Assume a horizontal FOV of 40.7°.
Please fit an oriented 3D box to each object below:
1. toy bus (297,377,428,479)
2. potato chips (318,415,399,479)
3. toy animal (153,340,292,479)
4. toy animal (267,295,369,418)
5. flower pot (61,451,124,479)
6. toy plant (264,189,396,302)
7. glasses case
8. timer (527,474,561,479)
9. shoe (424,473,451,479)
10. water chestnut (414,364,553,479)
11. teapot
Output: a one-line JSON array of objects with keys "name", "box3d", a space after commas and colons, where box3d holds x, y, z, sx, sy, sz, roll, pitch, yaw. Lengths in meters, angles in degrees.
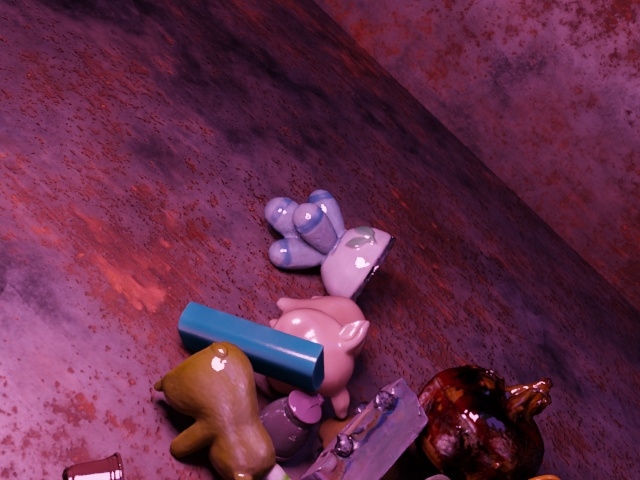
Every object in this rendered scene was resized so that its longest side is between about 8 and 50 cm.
[{"name": "toy bus", "box3d": [0.099, 0.427, 1.800, 0.138, 0.112, 0.317, 49, 53, 3]}, {"name": "potato chips", "box3d": [0.095, 0.460, 1.890, 0.208, 0.062, 0.195, 47, 34, 4]}, {"name": "toy animal", "box3d": [-0.170, 0.374, 1.625, 0.181, 0.180, 0.363, -14, 84, -46]}, {"name": "toy animal", "box3d": [-0.003, 0.231, 1.934, 0.269, 0.237, 0.326, 28, 24, 35]}, {"name": "flower pot", "box3d": [-0.378, 0.407, 1.416, 0.089, 0.111, 0.111, 4, 46, -24]}, {"name": "toy plant", "box3d": [0.000, 0.000, 2.210, 0.332, 0.247, 0.247, 35, 32, 1]}, {"name": "glasses case", "box3d": [-0.140, 0.223, 1.750, 0.301, 0.117, 0.070, 15, 50, 16]}, {"name": "timer", "box3d": [0.468, 0.631, 1.732, 0.233, 0.233, 0.240, 30, 23, -19]}, {"name": "shoe", "box3d": [0.167, 0.564, 1.759, 0.316, 0.159, 0.124, 20, 43, -50]}, {"name": "water chestnut", "box3d": [0.385, 0.415, 1.970, 0.335, 0.347, 0.335, 40, 11, -10]}, {"name": "teapot", "box3d": [-0.051, 0.371, 1.753, 0.148, 0.146, 0.116, 15, 41, -36]}]
